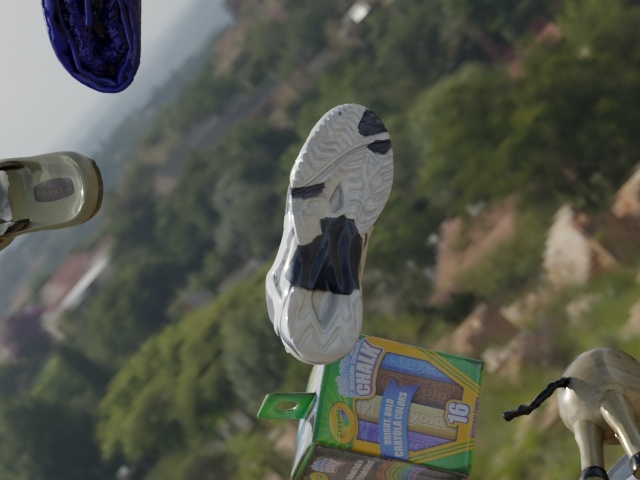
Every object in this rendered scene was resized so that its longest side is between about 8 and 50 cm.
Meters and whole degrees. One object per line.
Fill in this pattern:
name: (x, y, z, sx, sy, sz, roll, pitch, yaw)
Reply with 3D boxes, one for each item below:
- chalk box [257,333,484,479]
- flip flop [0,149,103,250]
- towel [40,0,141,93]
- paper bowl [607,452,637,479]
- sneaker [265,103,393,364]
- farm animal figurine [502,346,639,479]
chalk box: (0.045, 0.181, 1.972, 0.132, 0.213, 0.132, 115, 168, -63)
flip flop: (-0.368, -0.038, 2.183, 0.277, 0.112, 0.080, -11, 4, 34)
towel: (-0.158, -0.246, 1.289, 0.308, 0.076, 0.227, -104, 15, -69)
paper bowl: (0.377, 0.319, 1.868, 0.284, 0.148, 0.284, -12, 69, 35)
sneaker: (0.000, 0.000, 1.743, 0.153, 0.094, 0.235, 150, 124, -74)
farm animal figurine: (0.290, 0.193, 1.356, 0.327, 0.330, 0.172, -7, 39, 0)
